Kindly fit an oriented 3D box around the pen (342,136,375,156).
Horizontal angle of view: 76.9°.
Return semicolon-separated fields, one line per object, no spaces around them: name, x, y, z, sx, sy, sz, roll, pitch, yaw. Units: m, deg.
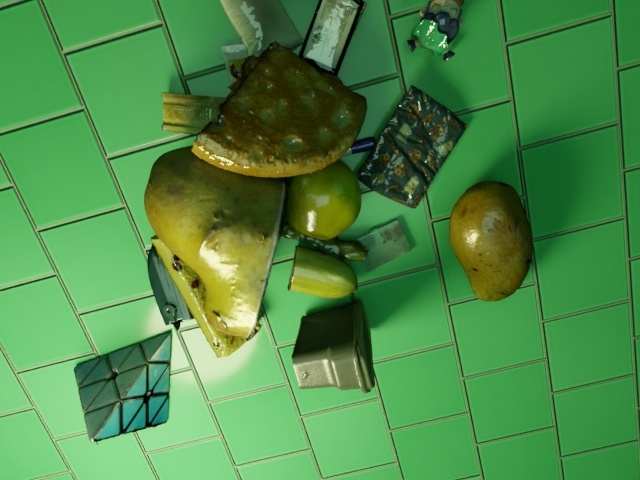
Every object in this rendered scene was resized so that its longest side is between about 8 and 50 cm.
pen;0.003;-0.208;0.994;0.270;0.033;0.033;-14;106;3

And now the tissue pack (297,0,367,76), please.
tissue pack;0.021;-0.460;0.892;0.103;0.090;0.170;22;106;-7

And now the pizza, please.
pizza;-0.079;-0.263;0.841;0.409;0.114;0.277;-28;91;-28

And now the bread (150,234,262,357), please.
bread;-0.279;0.121;1.033;0.138;0.077;0.360;-35;109;-35

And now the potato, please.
potato;-0.250;-0.009;0.900;0.297;0.290;0.396;15;103;-13

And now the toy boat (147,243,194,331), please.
toy boat;-0.391;0.108;1.059;0.093;0.103;0.245;-16;94;13

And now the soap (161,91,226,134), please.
soap;-0.249;-0.287;0.937;0.253;0.037;0.092;9;104;10

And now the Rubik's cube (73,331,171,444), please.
Rubik's cube;-0.531;0.412;1.110;0.229;0.229;0.233;-40;62;47

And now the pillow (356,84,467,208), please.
pillow;0.221;-0.216;0.979;0.189;0.034;0.255;25;107;-21

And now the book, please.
book;0.161;0.012;1.068;0.135;0.017;0.103;-26;105;7

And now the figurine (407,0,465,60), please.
figurine;0.278;-0.501;0.881;0.112;0.102;0.194;27;101;5

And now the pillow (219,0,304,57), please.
pillow;-0.148;-0.533;0.876;0.144;0.078;0.253;-29;104;-10

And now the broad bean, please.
broad bean;0.001;0.000;1.039;0.257;0.053;0.052;18;93;-3

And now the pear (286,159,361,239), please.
pear;0.007;-0.096;0.949;0.199;0.198;0.197;0;106;-1

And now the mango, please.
mango;0.430;0.013;1.001;0.177;0.176;0.329;-7;113;48

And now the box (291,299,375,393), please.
box;0.036;0.271;1.017;0.179;0.274;0.138;-13;104;10

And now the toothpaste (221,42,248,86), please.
toothpaste;-0.169;-0.302;0.960;0.058;0.056;0.313;-18;106;-37

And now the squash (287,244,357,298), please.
squash;0.010;0.092;1.036;0.187;0.123;0.122;16;105;-5
